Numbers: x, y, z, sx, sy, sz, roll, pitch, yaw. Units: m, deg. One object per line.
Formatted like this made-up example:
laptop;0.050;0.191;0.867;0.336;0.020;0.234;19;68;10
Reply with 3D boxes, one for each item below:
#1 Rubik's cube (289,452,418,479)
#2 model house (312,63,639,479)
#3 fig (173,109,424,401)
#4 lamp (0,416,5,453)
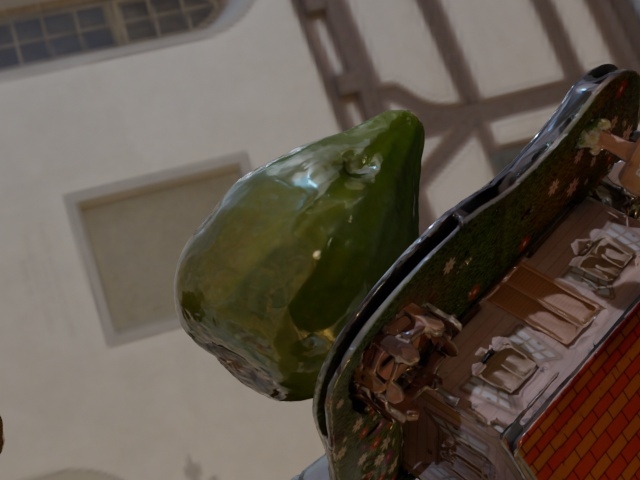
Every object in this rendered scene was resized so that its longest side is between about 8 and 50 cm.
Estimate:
Rubik's cube;0.080;0.347;1.025;0.256;0.259;0.253;41;17;-32
model house;0.147;0.064;0.637;0.154;0.294;0.207;32;-32;27
fig;-0.001;0.014;0.846;0.167;0.233;0.167;42;15;-14
lamp;-0.365;0.152;0.948;0.185;0.161;0.161;43;-4;-23
